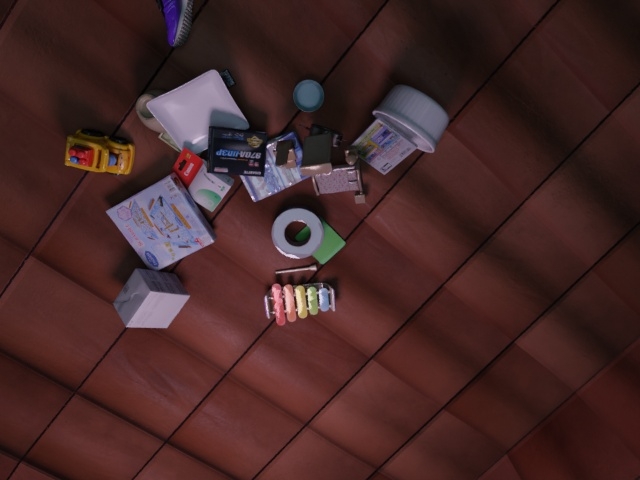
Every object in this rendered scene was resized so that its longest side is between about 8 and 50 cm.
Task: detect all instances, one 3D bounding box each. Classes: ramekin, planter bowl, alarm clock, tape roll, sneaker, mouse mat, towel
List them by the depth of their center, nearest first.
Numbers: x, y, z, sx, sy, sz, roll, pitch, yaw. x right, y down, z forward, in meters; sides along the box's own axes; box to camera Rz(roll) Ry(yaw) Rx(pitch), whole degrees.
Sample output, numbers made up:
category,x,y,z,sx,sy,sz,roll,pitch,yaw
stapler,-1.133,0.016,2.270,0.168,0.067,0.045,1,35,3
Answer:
category,x,y,z,sx,sy,sz,roll,pitch,yaw
sneaker,-0.531,-0.839,1.592,0.146,0.102,0.293,11,103,-4
planter bowl,-0.611,-0.485,1.675,0.162,0.109,0.162,1,98,10
ramekin,0.346,-0.462,1.704,0.277,0.277,0.135,33,96,-15
alarm clock,0.001,-0.414,1.768,0.192,0.129,0.064,25,109,8
towel,-0.192,-0.298,1.838,0.285,0.034,0.209,-24,110,4
tape roll,-0.096,-0.037,1.911,0.219,0.072,0.219,-1,106,-2
mouse mat,0.000,0.000,1.973,0.152,0.007,0.190,-42,108,10

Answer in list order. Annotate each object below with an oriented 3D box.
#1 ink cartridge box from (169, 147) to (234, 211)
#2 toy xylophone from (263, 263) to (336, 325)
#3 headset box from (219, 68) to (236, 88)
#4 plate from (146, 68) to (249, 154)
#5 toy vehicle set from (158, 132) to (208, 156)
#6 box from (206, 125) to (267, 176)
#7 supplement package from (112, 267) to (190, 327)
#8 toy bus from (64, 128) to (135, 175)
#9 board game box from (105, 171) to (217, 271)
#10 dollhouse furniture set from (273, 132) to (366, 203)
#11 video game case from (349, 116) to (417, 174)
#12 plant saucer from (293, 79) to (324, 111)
category,x,y,z,sx,sy,sz,roll,pitch,yaw
ink cartridge box,-0.478,-0.235,1.786,0.225,0.056,0.181,32,134,-17
toy xylophone,-0.097,0.238,2.009,0.323,0.081,0.236,-14,109,0
headset box,-0.372,-0.601,1.717,0.083,0.032,0.062,-29,109,7
plate,-0.442,-0.465,1.660,0.277,0.045,0.278,-25,142,5
toy vehicle set,-0.483,-0.458,1.756,0.166,0.035,0.267,36,103,-15
box,-0.318,-0.336,1.725,0.220,0.051,0.175,1,101,-29
supplement package,-0.698,0.243,1.877,0.194,0.149,0.203,-52,149,12
toy bus,-0.832,-0.318,1.686,0.220,0.211,0.149,13,106,-11
board game box,-0.643,-0.067,1.849,0.318,0.066,0.318,-25,109,11
dollhouse furniture set,0.006,-0.216,1.763,0.303,0.173,0.355,-5,140,12
video game case,0.242,-0.368,1.785,0.193,0.023,0.212,32,146,-15
plant saucer,-0.046,-0.563,1.762,0.119,0.021,0.119,-1,109,-4
